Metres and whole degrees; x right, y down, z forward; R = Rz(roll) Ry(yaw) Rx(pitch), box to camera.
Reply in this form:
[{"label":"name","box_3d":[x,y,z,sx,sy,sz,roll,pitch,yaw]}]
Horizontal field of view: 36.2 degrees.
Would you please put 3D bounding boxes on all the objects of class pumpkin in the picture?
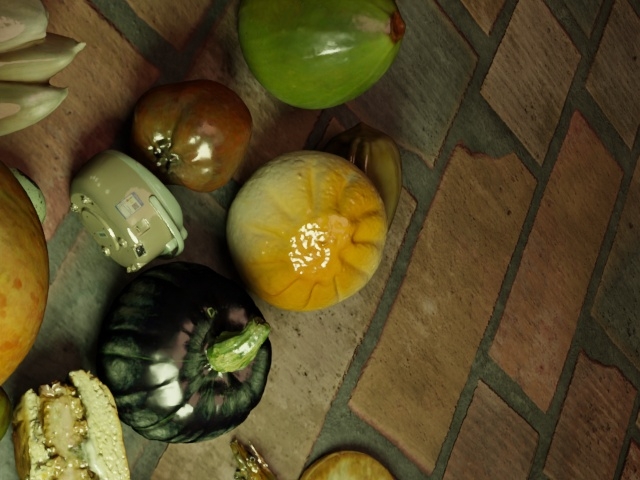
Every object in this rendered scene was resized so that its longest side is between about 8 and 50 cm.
[{"label":"pumpkin","box_3d":[-0.195,0.184,1.552,0.296,0.296,0.295,6,81,-43]}]

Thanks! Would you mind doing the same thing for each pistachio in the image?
[{"label":"pistachio","box_3d":[0.080,-0.097,1.930,0.212,0.163,0.260,-63,157,-71]}]

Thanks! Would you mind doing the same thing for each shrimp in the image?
[{"label":"shrimp","box_3d":[-0.119,0.497,1.735,0.152,0.063,0.287,-27,93,-15]}]

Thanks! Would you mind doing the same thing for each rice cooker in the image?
[{"label":"rice cooker","box_3d":[-0.308,-0.045,1.562,0.127,0.145,0.206,-40,102,-31]}]

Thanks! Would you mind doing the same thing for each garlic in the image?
[{"label":"garlic","box_3d":[-0.517,-0.278,1.399,0.325,0.132,0.279,-29,106,-39]}]

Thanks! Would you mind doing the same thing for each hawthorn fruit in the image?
[{"label":"hawthorn fruit","box_3d":[-0.204,-0.193,1.659,0.199,0.199,0.251,63,34,-18]}]

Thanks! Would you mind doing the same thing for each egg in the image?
[{"label":"egg","box_3d":[-0.456,-0.058,1.463,0.085,0.085,0.110,-10,80,-44]}]

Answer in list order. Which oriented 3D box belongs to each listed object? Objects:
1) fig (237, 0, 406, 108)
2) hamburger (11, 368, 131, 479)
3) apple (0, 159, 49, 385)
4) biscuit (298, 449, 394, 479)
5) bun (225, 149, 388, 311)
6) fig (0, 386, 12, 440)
[{"label":"fig","box_3d":[0.015,-0.386,1.791,0.316,0.316,0.316,6,81,-43]},{"label":"hamburger","box_3d":[-0.369,0.343,1.428,0.155,0.245,0.282,-5,119,-29]},{"label":"apple","box_3d":[-0.524,0.053,1.192,0.400,0.400,0.333,-60,148,-30]},{"label":"biscuit","box_3d":[0.044,0.511,1.897,0.309,0.040,0.204,8,80,-41]},{"label":"bun","box_3d":[-0.014,-0.010,1.738,0.299,0.165,0.298,-4,107,-13]},{"label":"fig","box_3d":[-0.535,0.283,1.354,0.236,0.124,0.124,-45,118,-11]}]
